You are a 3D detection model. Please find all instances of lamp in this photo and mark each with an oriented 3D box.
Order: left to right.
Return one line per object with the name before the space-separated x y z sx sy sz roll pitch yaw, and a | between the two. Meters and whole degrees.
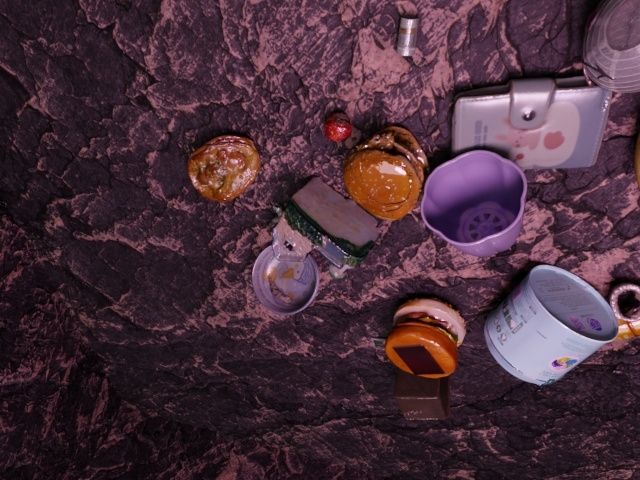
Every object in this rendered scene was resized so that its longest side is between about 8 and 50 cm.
lamp | 0.660 -0.421 0.816 0.233 0.233 0.265 18 123 5

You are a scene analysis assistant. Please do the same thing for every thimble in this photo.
thimble | 0.944 0.188 1.262 0.102 0.090 0.115 29 102 29

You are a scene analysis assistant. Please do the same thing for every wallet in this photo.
wallet | 0.521 -0.293 1.059 0.360 0.083 0.252 1 133 18

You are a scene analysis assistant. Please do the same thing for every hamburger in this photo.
hamburger | 0.183 -0.199 1.171 0.245 0.211 0.261 14 135 15
hamburger | 0.392 0.354 1.523 0.290 0.225 0.291 15 134 16

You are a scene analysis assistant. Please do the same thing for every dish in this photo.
dish | -0.115 0.144 1.586 0.273 0.134 0.274 -1 87 21

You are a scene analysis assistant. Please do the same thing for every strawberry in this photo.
strawberry | 0.050 -0.326 1.196 0.083 0.083 0.096 22 160 1

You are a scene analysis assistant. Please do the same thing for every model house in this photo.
model house | 0.000 -0.002 1.368 0.298 0.243 0.284 40 135 1

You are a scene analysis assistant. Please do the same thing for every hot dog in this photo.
hot dog | -0.321 -0.237 1.363 0.272 0.122 0.196 -22 111 34

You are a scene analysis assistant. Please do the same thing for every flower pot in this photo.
flower pot | 0.434 -0.079 1.135 0.265 0.265 0.243 -12 158 26

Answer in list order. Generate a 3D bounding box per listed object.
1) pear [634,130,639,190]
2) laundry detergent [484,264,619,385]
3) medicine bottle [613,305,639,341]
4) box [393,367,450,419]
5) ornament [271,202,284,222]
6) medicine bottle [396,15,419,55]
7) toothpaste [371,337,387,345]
pear | 0.863 -0.177 0.863 0.348 0.348 0.349 9 130 12
laundry detergent | 0.706 0.282 1.317 0.287 0.287 0.305 22 131 1
medicine bottle | 0.953 0.287 1.362 0.191 0.096 0.096 -29 114 34
box | 0.413 0.559 1.649 0.184 0.273 0.143 -11 120 25
ornament | -0.140 -0.084 1.475 0.068 0.041 0.092 11 129 7
medicine bottle | 0.215 -0.504 1.013 0.047 0.047 0.083 10 130 11
toothpaste | 0.315 0.433 1.740 0.204 0.031 0.049 -3 124 23
